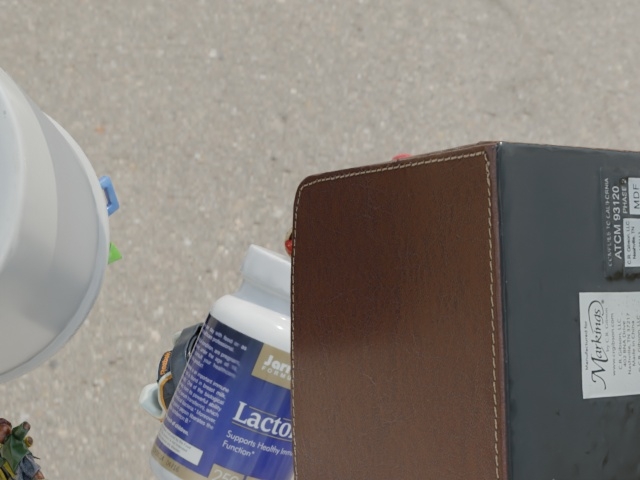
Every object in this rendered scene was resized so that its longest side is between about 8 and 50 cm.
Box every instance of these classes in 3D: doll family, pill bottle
[{"bbox_3d":[-0.343,0.262,1.165,0.193,0.076,0.111,-47,62,10],"label":"doll family"},{"bbox_3d":[-0.068,0.148,1.205,0.153,0.153,0.264,22,91,11],"label":"pill bottle"}]

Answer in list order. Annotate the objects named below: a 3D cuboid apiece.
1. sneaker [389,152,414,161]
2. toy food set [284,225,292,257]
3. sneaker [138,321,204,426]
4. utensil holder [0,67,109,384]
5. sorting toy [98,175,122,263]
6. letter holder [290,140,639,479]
[{"bbox_3d":[0.165,-0.001,0.890,0.279,0.107,0.118,18,86,13],"label":"sneaker"},{"bbox_3d":[0.000,0.000,1.295,0.082,0.083,0.020,35,25,-38],"label":"toy food set"},{"bbox_3d":[-0.146,0.172,1.553,0.127,0.321,0.126,31,36,-13],"label":"sneaker"},{"bbox_3d":[-0.381,-0.022,1.018,0.328,0.385,0.327,0,84,-2],"label":"utensil holder"},{"bbox_3d":[-0.414,0.018,1.691,0.047,0.196,0.348,14,28,33],"label":"sorting toy"},{"bbox_3d":[0.096,0.103,0.706,0.152,0.214,0.302,0,86,-35],"label":"letter holder"}]
